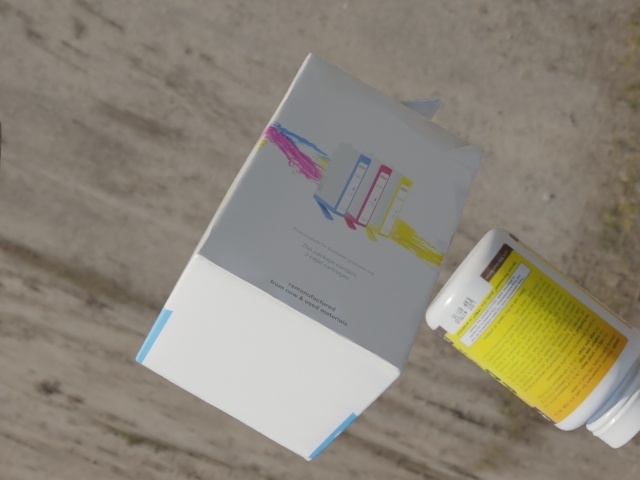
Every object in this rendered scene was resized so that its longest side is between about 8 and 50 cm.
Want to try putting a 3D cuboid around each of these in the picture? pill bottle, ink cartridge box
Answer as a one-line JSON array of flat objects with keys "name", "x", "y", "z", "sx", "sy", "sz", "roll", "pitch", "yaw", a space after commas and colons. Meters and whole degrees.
[{"name": "pill bottle", "x": 0.212, "y": 0.094, "z": 1.093, "sx": 0.215, "sy": 0.117, "sz": 0.117, "roll": 38, "pitch": 157, "yaw": 5}, {"name": "ink cartridge box", "x": 0.000, "y": 0.000, "z": 0.504, "sx": 0.090, "sy": 0.143, "sz": 0.092, "roll": 30, "pitch": 140, "yaw": -5}]
